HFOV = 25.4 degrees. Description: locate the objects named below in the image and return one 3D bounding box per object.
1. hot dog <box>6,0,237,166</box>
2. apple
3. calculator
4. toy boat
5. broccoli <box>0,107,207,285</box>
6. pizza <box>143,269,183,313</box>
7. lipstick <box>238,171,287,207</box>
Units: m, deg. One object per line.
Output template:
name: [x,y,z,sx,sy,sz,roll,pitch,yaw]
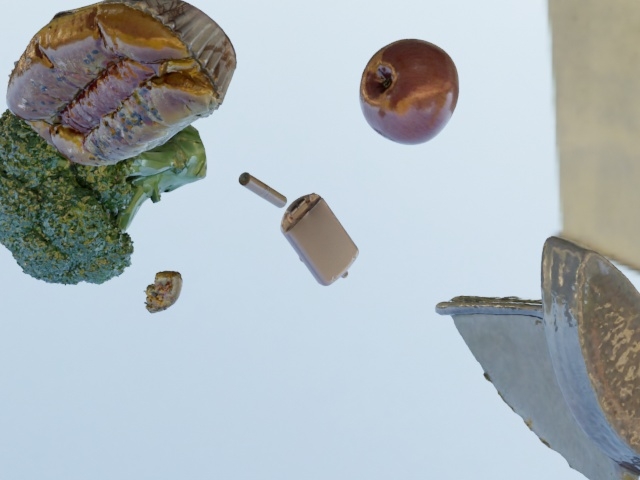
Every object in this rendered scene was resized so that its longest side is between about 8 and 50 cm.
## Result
hot dog: [-0.181,-0.137,1.223,0.268,0.144,0.075,-18,-146,51]
apple: [0.123,-0.211,1.999,0.120,0.153,0.153,19,-173,-37]
calculator: [0.000,0.000,2.481,0.100,0.175,0.032,-45,-154,-21]
toy boat: [0.268,0.140,1.499,0.111,0.276,0.293,-27,174,-22]
broccoli: [-0.266,-0.080,1.621,0.270,0.270,0.270,-15,-154,-26]
pizza: [-0.172,0.056,1.536,0.016,0.037,0.083,-43,179,-45]
lipstick: [-0.070,-0.061,1.741,0.019,0.019,0.094,11,170,30]
